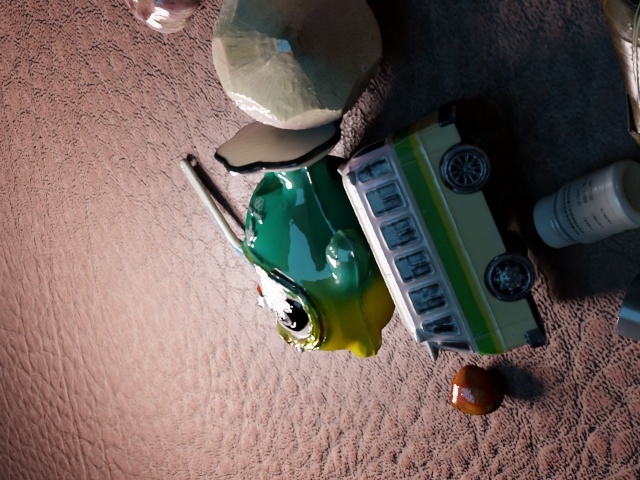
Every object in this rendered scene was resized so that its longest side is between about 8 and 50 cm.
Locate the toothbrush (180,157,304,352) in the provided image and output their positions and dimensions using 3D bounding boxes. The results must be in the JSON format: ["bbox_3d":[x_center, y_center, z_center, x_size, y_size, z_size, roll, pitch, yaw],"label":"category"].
[{"bbox_3d":[-0.121,0.018,1.703,0.386,0.040,0.040,56,140,7],"label":"toothbrush"}]

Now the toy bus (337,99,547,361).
[{"bbox_3d":[0.156,0.002,1.266,0.179,0.143,0.305,-22,101,12],"label":"toy bus"}]

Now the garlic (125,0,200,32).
[{"bbox_3d":[-0.242,-0.383,1.510,0.147,0.102,0.159,41,138,17],"label":"garlic"}]

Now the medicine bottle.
[{"bbox_3d":[0.317,-0.038,1.183,0.130,0.080,0.080,-26,95,50],"label":"medicine bottle"}]

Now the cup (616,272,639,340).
[{"bbox_3d":[0.400,0.075,1.186,0.077,0.078,0.100,20,97,30],"label":"cup"}]

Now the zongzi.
[{"bbox_3d":[0.331,-0.196,1.081,0.184,0.084,0.187,42,144,39],"label":"zongzi"}]

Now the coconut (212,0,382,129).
[{"bbox_3d":[-0.030,-0.239,1.275,0.234,0.224,0.224,-125,16,-74],"label":"coconut"}]

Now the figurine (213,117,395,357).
[{"bbox_3d":[0.000,0.000,1.435,0.323,0.231,0.340,44,156,59],"label":"figurine"}]

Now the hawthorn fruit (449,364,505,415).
[{"bbox_3d":[0.222,0.214,1.451,0.077,0.077,0.077,25,130,33],"label":"hawthorn fruit"}]
